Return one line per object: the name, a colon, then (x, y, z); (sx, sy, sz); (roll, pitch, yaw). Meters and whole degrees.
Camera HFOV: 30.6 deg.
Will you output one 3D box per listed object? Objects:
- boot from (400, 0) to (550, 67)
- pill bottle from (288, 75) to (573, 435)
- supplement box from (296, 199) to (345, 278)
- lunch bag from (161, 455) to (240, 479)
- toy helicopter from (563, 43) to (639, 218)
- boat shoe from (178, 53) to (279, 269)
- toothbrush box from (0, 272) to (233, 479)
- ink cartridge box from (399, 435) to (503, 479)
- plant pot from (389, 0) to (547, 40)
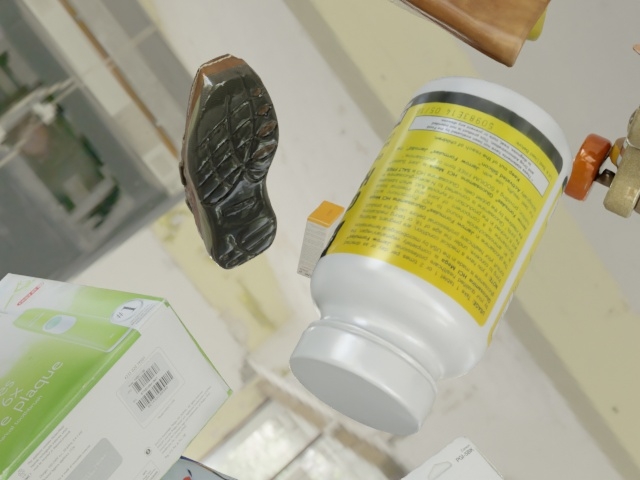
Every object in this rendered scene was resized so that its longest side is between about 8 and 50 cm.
boot: (0.072, -0.291, 0.832); (0.280, 0.264, 0.096); (24, -15, 7)
pill bottle: (0.106, 0.015, 1.170); (0.187, 0.334, 0.188); (25, -24, 12)
supplement box: (0.000, 0.000, 1.691); (0.036, 0.062, 0.098); (21, -58, 15)
lunch bag: (-0.074, 0.324, 1.046); (0.243, 0.115, 0.303); (29, 13, -38)
toy helicopter: (0.373, -0.136, 1.277); (0.140, 0.235, 0.355); (27, 5, 13)
boat shoe: (-0.131, -0.101, 1.467); (0.120, 0.122, 0.324); (52, -27, 34)
toothbrush box: (-0.252, 0.149, 1.050); (0.283, 0.206, 0.122); (4, -45, 49)
ink cartridge box: (0.098, 0.255, 1.079); (0.056, 0.099, 0.135); (47, -37, 21)
plant pot: (0.160, -0.377, 1.451); (0.187, 0.212, 0.212); (6, 11, -31)
